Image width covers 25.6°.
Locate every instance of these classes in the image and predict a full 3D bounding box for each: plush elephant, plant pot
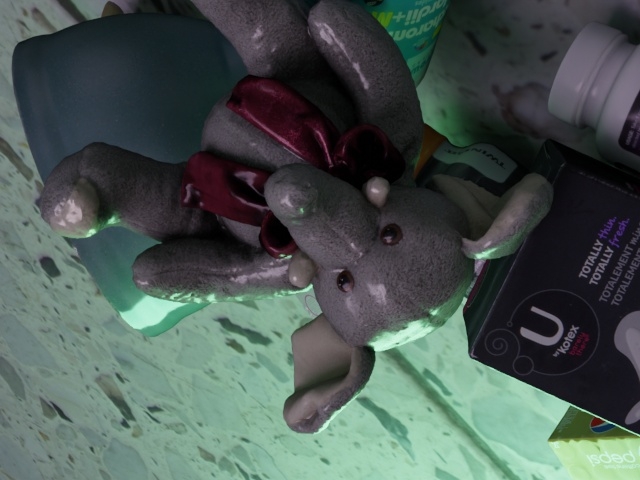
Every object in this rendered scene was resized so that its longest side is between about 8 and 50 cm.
[{"bbox_3d":[0.003,-0.021,1.006,0.330,0.272,0.255,36,-176,-33],"label":"plush elephant"},{"bbox_3d":[-0.119,-0.085,1.272,0.196,0.293,0.293,-23,116,6],"label":"plant pot"}]

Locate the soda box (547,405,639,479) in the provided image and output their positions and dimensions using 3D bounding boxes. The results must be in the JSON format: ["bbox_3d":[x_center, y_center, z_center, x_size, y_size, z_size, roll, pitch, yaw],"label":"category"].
[{"bbox_3d":[0.310,0.190,1.335,0.181,0.058,0.061,-12,118,48],"label":"soda box"}]

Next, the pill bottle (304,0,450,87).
[{"bbox_3d":[0.032,-0.204,1.127,0.146,0.146,0.264,33,143,14],"label":"pill bottle"}]

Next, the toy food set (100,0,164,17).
[{"bbox_3d":[-0.137,-0.169,1.418,0.192,0.038,0.132,33,149,-5],"label":"toy food set"}]

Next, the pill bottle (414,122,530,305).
[{"bbox_3d":[0.160,0.002,1.227,0.245,0.130,0.130,37,143,7],"label":"pill bottle"}]

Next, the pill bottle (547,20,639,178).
[{"bbox_3d":[0.274,-0.090,1.050,0.193,0.108,0.108,28,141,19],"label":"pill bottle"}]

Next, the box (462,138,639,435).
[{"bbox_3d":[0.263,0.056,1.070,0.270,0.143,0.165,25,102,-2],"label":"box"}]

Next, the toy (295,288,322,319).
[{"bbox_3d":[0.000,0.000,1.436,0.237,0.056,0.137,50,147,-1],"label":"toy"}]
